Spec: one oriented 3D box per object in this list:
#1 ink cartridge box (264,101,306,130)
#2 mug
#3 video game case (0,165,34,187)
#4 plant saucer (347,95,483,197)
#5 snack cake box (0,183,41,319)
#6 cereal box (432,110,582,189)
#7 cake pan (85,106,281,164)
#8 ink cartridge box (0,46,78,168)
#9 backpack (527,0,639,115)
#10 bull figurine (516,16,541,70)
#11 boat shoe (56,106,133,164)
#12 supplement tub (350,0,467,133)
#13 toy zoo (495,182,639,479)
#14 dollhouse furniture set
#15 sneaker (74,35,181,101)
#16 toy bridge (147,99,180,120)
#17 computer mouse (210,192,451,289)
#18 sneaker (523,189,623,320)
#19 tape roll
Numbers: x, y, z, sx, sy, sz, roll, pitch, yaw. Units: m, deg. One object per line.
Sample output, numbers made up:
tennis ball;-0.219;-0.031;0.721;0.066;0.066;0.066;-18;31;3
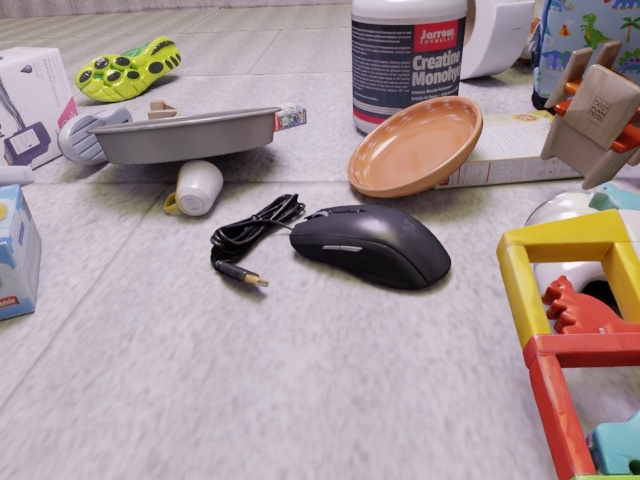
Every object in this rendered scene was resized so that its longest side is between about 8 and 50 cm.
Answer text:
ink cartridge box;-0.090;-0.235;0.968;0.115;0.029;0.063;-22;37;-28
mug;-0.172;-0.061;0.685;0.062;0.078;0.064;24;37;-19
video game case;-0.495;-0.047;0.572;0.227;0.026;0.206;-12;4;19
plant saucer;0.132;-0.126;0.702;0.200;0.037;0.200;-25;35;18
snack cake box;-0.443;0.033;0.514;0.264;0.089;0.152;-15;35;-19
cereal box;0.266;-0.145;0.773;0.240;0.047;0.173;-5;35;-3
cake pan;-0.203;-0.166;0.783;0.293;0.054;0.293;-6;16;2
ink cartridge box;-0.522;-0.201;0.816;0.100;0.172;0.237;8;34;18
backpack;0.494;-0.368;0.825;0.290;0.356;0.273;22;41;33
bull figurine;0.545;-0.512;1.289;0.310;0.101;0.188;-29;39;-35
boat shoe;-0.401;-0.177;0.872;0.075;0.083;0.226;-11;19;9
supplement tub;0.149;-0.329;0.867;0.191;0.272;0.191;-2;32;2
toy zoo;0.239;0.078;0.341;0.192;0.030;0.293;-2;53;1
dollhouse furniture set;0.422;-0.167;0.648;0.259;0.135;0.262;-21;53;-27
sneaker;-0.469;-0.407;1.234;0.123;0.109;0.295;-11;25;41
toy bridge;-0.316;-0.250;1.016;0.063;0.026;0.188;-7;32;-11
computer mouse;0.000;0.000;0.555;0.262;0.060;0.184;20;38;33
sneaker;0.336;0.042;0.445;0.297;0.111;0.129;5;50;18
tape roll;0.353;-0.517;1.142;0.100;0.286;0.286;-11;33;-14
